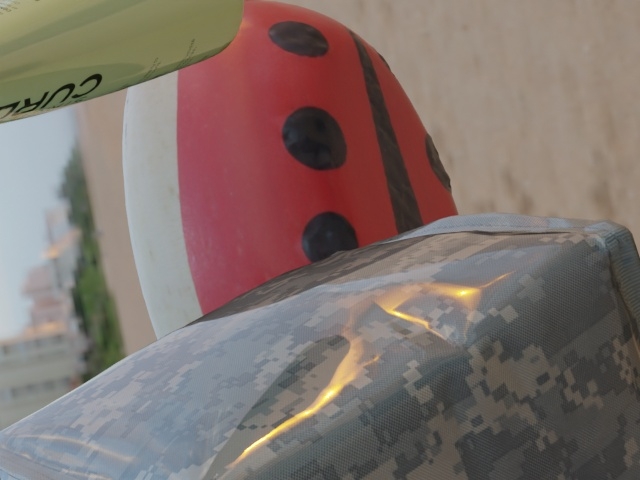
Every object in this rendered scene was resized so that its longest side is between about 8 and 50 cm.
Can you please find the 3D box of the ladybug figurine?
[{"bbox_3d":[0.000,0.000,1.325,0.305,0.162,0.449,5,-116,-53],"label":"ladybug figurine"}]

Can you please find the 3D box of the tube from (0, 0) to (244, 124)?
[{"bbox_3d":[-0.122,-0.071,0.690,0.062,0.240,0.070,38,125,16],"label":"tube"}]

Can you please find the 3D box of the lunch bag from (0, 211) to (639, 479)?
[{"bbox_3d":[-0.010,0.104,0.779,0.287,0.235,0.169,5,122,60],"label":"lunch bag"}]
